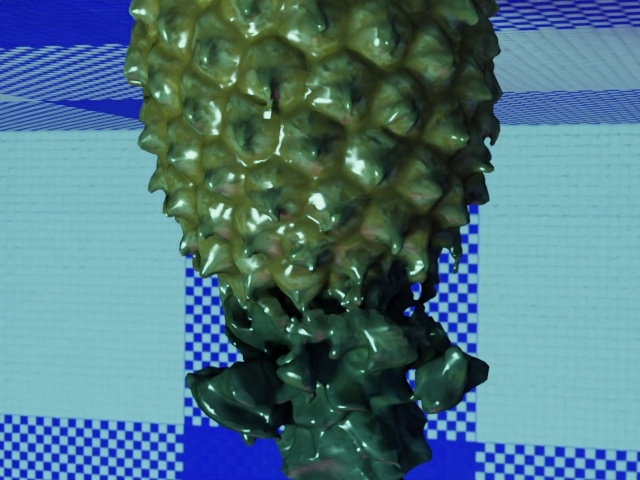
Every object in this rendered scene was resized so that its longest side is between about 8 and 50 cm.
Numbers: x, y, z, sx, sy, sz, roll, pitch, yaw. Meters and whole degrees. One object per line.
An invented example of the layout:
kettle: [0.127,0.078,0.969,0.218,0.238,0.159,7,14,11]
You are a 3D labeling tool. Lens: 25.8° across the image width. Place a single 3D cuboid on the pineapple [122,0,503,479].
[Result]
pineapple: [-0.002,0.000,0.794,0.222,0.358,0.223,-2,-179,0]
